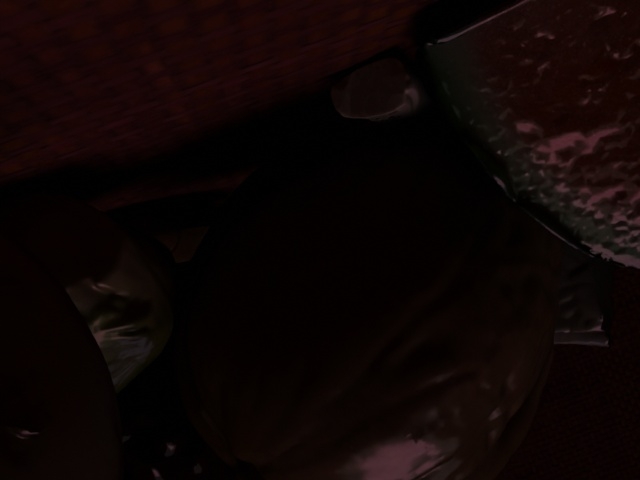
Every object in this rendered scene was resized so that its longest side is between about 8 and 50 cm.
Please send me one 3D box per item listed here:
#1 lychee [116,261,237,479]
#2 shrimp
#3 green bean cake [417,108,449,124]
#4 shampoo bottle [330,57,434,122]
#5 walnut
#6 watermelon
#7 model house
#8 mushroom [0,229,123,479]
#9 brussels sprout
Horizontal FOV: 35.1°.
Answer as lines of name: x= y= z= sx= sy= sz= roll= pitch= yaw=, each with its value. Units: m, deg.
lychee: x=-0.137 y=0.212 z=1.057 sx=0.424 sy=0.425 sz=0.500 roll=-22 pitch=146 yaw=21
shrimp: x=-0.148 y=0.005 z=0.878 sx=0.133 sy=0.053 sz=0.236 roll=-25 pitch=171 yaw=39
green bean cake: x=0.184 y=-0.063 z=0.925 sx=0.222 sy=0.125 sz=0.227 roll=-3 pitch=164 yaw=-36
shampoo bottle: x=0.051 y=-0.093 z=0.647 sx=0.049 sy=0.034 sz=0.141 roll=-27 pitch=176 yaw=19
walnut: x=0.041 y=0.051 z=0.731 sx=0.313 sy=0.252 sz=0.277 roll=-47 pitch=149 yaw=-28
watermelon: x=0.243 y=-0.071 z=0.635 sx=0.292 sy=0.222 sz=0.319 roll=-25 pitch=176 yaw=10
model house: x=0.233 y=0.002 z=1.307 sx=0.284 sy=0.243 sz=0.298 roll=-10 pitch=-166 yaw=22
mushroom: x=-0.237 y=0.091 z=0.388 sx=0.297 sy=0.297 sz=0.290 roll=-21 pitch=141 yaw=9
brussels sprout: x=-0.173 y=0.046 z=0.633 sx=0.161 sy=0.144 sz=0.181 roll=-1 pitch=153 yaw=0
